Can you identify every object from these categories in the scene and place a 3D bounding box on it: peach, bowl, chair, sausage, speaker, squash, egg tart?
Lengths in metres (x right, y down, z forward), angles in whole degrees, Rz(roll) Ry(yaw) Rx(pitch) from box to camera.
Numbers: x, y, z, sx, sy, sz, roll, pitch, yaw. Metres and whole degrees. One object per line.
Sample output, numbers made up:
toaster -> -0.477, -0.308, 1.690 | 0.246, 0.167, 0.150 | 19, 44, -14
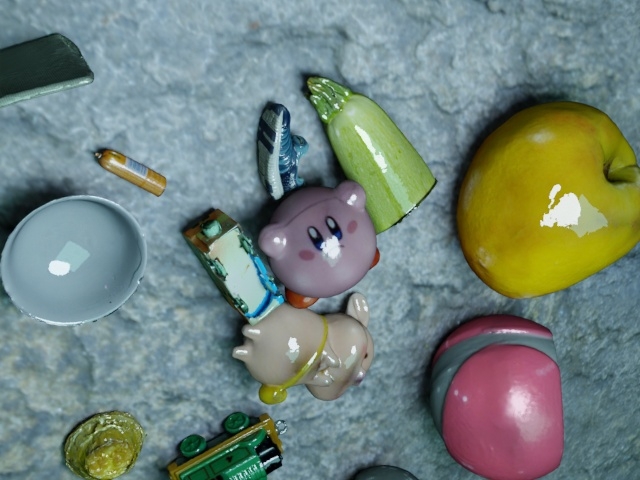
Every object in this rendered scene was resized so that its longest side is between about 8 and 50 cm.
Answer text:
peach -> 0.351, -0.057, 1.408 | 0.289, 0.289, 0.308 | 22, 142, -36
bowl -> -0.330, 0.013, 1.168 | 0.189, 0.086, 0.189 | -12, 120, -22
chair -> -0.434, -0.190, 0.956 | 0.319, 0.160, 0.186 | -31, 128, -9
sausage -> -0.256, -0.094, 1.186 | 0.107, 0.031, 0.031 | 30, 99, -36
speaker -> 0.325, 0.282, 1.556 | 0.294, 0.294, 0.294 | -13, 121, -23
squash -> 0.081, -0.137, 1.296 | 0.137, 0.137, 0.287 | -35, 125, -9
egg tart -> -0.326, 0.323, 1.359 | 0.130, 0.052, 0.130 | -11, 117, -23

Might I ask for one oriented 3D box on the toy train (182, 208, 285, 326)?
toy train -> -0.126, 0.034, 1.287 | 0.072, 0.099, 0.188 | -36, 126, -11

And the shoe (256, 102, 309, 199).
shoe -> -0.051, -0.128, 1.263 | 0.071, 0.064, 0.143 | -15, 124, -21

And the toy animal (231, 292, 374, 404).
toy animal -> -0.025, 0.174, 1.393 | 0.248, 0.149, 0.165 | 11, 126, -41

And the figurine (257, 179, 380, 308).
figurine -> 0.000, 0.000, 1.291 | 0.173, 0.173, 0.173 | -13, 121, -23

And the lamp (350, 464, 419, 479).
lamp -> 0.113, 0.539, 1.681 | 0.182, 0.182, 0.314 | -23, 156, -17

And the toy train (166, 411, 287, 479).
toy train -> -0.146, 0.367, 1.431 | 0.227, 0.136, 0.091 | -25, 125, -13
